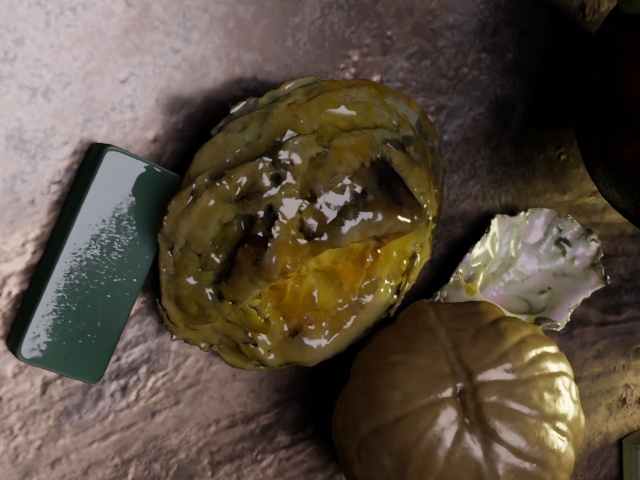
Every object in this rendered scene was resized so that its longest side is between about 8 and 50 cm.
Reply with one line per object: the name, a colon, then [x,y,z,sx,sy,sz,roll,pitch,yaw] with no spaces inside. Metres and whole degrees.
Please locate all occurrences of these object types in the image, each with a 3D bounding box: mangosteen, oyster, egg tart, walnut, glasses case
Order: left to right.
glasses case: [-0.180,0.018,0.840,0.077,0.039,0.184,25,86,-30]
egg tart: [0.000,0.000,0.881,0.297,0.132,0.297,-16,121,-28]
walnut: [0.121,0.165,0.926,0.225,0.225,0.261,-49,158,-14]
oyster: [0.197,0.046,1.046,0.133,0.072,0.209,44,60,1]
mangosteen: [0.388,-0.148,0.963,0.306,0.306,0.359,-50,153,-13]

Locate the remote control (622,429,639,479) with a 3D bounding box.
remote control: [0.401,0.331,1.229,0.098,0.038,0.234,-11,103,-28]
